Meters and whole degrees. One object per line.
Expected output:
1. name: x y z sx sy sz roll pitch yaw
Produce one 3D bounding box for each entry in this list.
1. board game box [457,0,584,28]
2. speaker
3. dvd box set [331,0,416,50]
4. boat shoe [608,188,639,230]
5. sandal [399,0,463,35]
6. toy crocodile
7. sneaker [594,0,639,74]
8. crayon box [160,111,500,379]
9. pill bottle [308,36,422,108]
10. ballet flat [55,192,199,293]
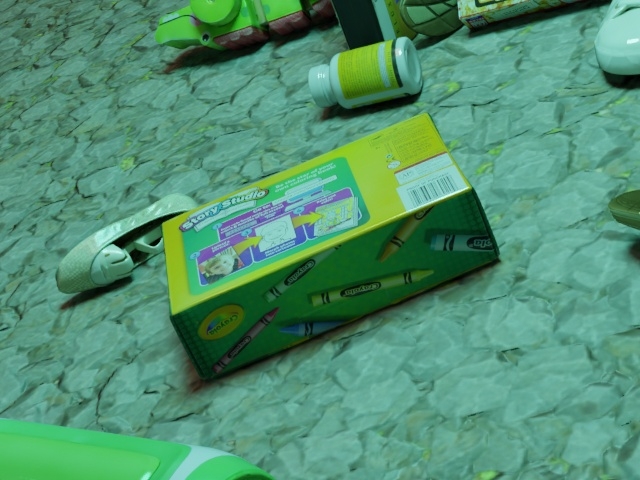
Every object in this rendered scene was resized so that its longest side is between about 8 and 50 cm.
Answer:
1. board game box: 0.245 -0.335 1.418 0.194 0.146 0.045 -10 -11 22
2. speaker: -0.167 0.198 0.885 0.297 0.131 0.131 1 39 36
3. dvd box set: 0.120 -0.455 1.525 0.062 0.307 0.420 5 41 37
4. boat shoe: 0.285 -0.008 0.965 0.135 0.045 0.050 14 38 44
5. sandal: 0.154 -0.298 1.495 0.180 0.072 0.049 -44 20 -32
6. toy crocodile: -0.057 -0.310 1.635 0.341 0.105 0.115 -17 -6 17
7. sneaker: 0.344 -0.282 1.278 0.106 0.123 0.290 3 41 35
8. crayon box: 0.000 0.000 1.119 0.278 0.081 0.165 -23 30 3
9. pill bottle: 0.049 -0.181 1.384 0.116 0.065 0.065 -11 33 21
10. ballet flat: -0.193 0.005 1.277 0.168 0.057 0.052 -36 42 -18
